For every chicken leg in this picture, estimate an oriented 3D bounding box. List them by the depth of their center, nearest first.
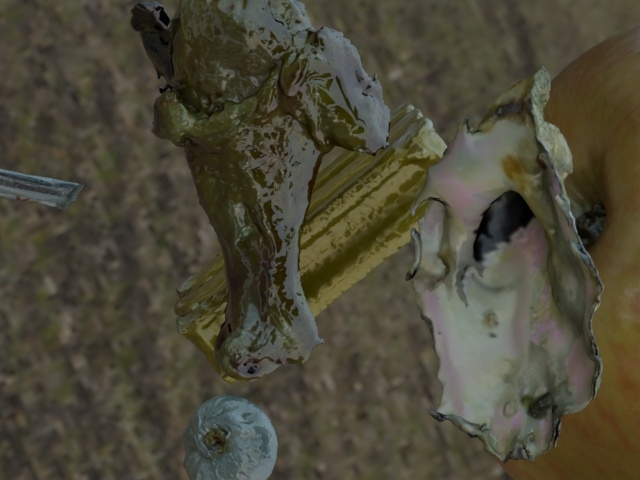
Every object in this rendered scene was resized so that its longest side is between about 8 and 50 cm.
[{"bbox_3d":[-0.035,-0.070,1.784,0.140,0.211,0.361,-59,134,-78],"label":"chicken leg"}]

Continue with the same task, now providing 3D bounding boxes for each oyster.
[{"bbox_3d":[0.111,0.020,1.137,0.072,0.133,0.209,-6,73,-52],"label":"oyster"}]

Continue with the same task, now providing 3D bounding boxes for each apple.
[{"bbox_3d":[0.275,0.028,1.382,0.346,0.391,0.391,25,38,-40],"label":"apple"}]

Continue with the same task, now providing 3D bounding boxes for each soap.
[{"bbox_3d":[0.000,0.000,1.942,0.091,0.315,0.199,51,1,-11],"label":"soap"}]

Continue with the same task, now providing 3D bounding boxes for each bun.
[{"bbox_3d":[-0.071,0.156,1.483,0.045,0.083,0.083,39,29,-55],"label":"bun"}]

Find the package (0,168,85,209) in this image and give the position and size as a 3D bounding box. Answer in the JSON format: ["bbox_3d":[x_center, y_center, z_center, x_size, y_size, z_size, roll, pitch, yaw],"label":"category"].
[{"bbox_3d":[-0.265,-0.047,1.758,0.110,0.037,0.015,12,43,-34],"label":"package"}]
